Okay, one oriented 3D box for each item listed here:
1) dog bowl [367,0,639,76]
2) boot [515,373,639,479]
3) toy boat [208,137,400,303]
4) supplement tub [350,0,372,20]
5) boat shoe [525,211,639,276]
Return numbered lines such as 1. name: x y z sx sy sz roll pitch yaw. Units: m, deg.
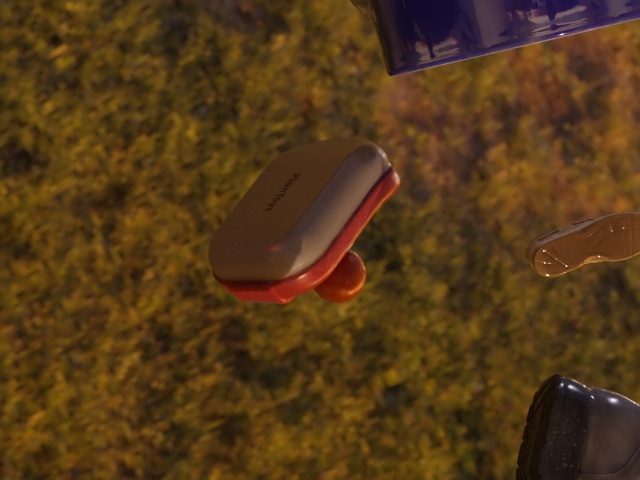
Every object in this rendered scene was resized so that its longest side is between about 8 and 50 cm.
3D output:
1. dog bowl: 0.170 -0.215 1.455 0.265 0.265 0.104 -21 99 -59
2. boot: 0.281 0.307 1.651 0.223 0.118 0.338 17 86 -7
3. toy boat: 0.000 0.000 1.834 0.231 0.151 0.151 -53 127 -34
4. supplement tub: 0.186 -0.338 1.880 0.207 0.338 0.207 -2 93 -41
5. boat shoe: 0.332 -0.001 2.179 0.059 0.170 0.063 -146 -136 -69
